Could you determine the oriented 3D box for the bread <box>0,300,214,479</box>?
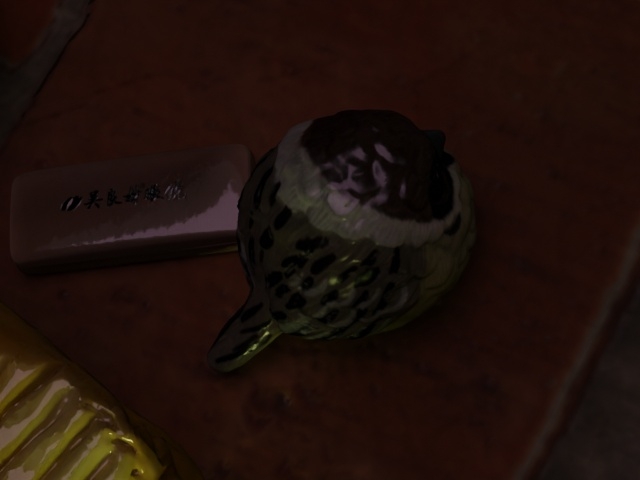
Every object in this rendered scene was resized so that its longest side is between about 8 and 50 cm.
[{"bbox_3d":[-0.135,0.096,0.775,0.250,0.179,0.133,38,83,27],"label":"bread"}]

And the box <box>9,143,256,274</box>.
[{"bbox_3d":[-0.084,-0.014,0.900,0.115,0.025,0.048,-6,62,12],"label":"box"}]

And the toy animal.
[{"bbox_3d":[0.000,0.000,0.832,0.137,0.098,0.098,-35,61,-3],"label":"toy animal"}]
